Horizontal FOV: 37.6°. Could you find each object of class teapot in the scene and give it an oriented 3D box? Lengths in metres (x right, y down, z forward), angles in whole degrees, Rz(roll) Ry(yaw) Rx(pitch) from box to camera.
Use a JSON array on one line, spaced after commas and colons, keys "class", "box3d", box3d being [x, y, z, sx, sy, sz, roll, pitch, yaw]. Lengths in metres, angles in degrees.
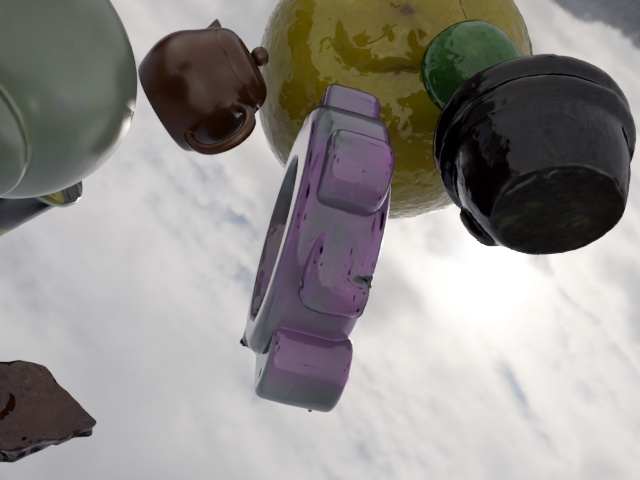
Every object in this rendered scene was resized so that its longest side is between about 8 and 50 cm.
[{"class": "teapot", "box3d": [-0.277, -0.106, 0.643, 0.220, 0.318, 0.149, 59, -139, -25]}, {"class": "teapot", "box3d": [-0.093, -0.139, 0.838, 0.116, 0.116, 0.173, 23, -149, -38]}]

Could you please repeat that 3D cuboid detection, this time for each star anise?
[{"class": "star anise", "box3d": [-0.219, 0.104, 0.477, 0.140, 0.158, 0.144, 57, -135, -41]}]

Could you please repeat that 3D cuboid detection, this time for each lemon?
[{"class": "lemon", "box3d": [0.085, -0.182, 1.106, 0.348, 0.348, 0.348, 34, -152, -22]}]

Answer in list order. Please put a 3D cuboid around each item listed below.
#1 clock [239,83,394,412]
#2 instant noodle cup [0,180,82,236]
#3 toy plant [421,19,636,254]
[{"class": "clock", "box3d": [0.000, 0.000, 0.838, 0.090, 0.248, 0.227, 14, -156, -8]}, {"class": "instant noodle cup", "box3d": [-0.407, -0.065, 0.995, 0.215, 0.236, 0.215, 55, -172, -12]}, {"class": "toy plant", "box3d": [0.195, -0.103, 0.865, 0.218, 0.175, 0.235, 24, -141, -28]}]
